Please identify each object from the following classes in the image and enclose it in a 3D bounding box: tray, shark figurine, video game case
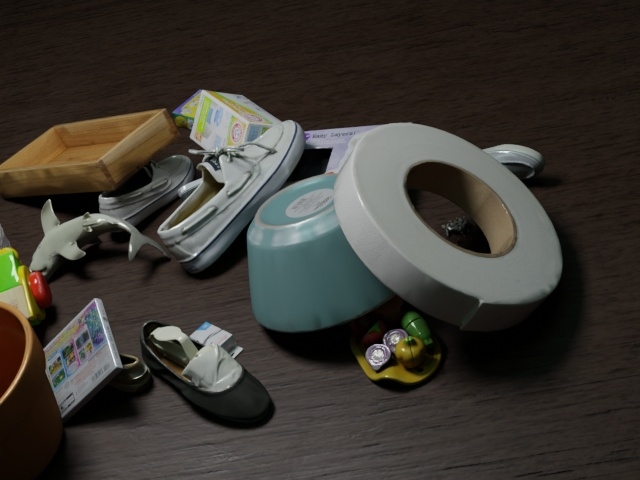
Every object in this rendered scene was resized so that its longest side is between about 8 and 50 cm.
[{"bbox_3d":[-0.500,-0.177,2.126,0.411,0.076,0.203,1,36,43],"label":"tray"},{"bbox_3d":[-0.433,-0.005,1.964,0.278,0.116,0.166,-13,71,16],"label":"shark figurine"},{"bbox_3d":[-0.394,0.196,1.662,0.157,0.019,0.143,-42,52,22],"label":"video game case"}]

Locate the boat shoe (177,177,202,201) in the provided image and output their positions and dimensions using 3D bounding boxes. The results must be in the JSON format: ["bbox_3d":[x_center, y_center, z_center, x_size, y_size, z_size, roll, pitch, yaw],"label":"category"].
[{"bbox_3d":[-0.222,-0.109,2.062,0.142,0.049,0.040,-26,74,-24],"label":"boat shoe"}]

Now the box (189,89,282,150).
[{"bbox_3d":[-0.168,-0.222,2.095,0.103,0.114,0.203,1,25,-38],"label":"box"}]

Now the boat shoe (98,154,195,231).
[{"bbox_3d":[-0.355,-0.119,2.063,0.096,0.088,0.267,17,40,32],"label":"boat shoe"}]

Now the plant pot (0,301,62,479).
[{"bbox_3d":[-0.530,0.265,1.558,0.291,0.203,0.291,-13,42,12],"label":"plant pot"}]

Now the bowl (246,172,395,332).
[{"bbox_3d":[0.000,0.000,1.694,0.311,0.163,0.311,-20,24,9],"label":"bowl"}]

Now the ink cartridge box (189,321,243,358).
[{"bbox_3d":[-0.177,0.174,1.705,0.083,0.028,0.048,20,51,36],"label":"ink cartridge box"}]

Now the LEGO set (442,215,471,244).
[{"bbox_3d":[0.240,-0.020,1.805,0.054,0.023,0.083,-3,40,15],"label":"LEGO set"}]

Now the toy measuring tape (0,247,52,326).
[{"bbox_3d":[-0.528,0.156,1.818,0.121,0.121,0.330,-20,61,-6],"label":"toy measuring tape"}]

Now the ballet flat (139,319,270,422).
[{"bbox_3d":[-0.199,0.202,1.623,0.280,0.096,0.095,20,49,36],"label":"ballet flat"}]

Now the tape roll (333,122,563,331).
[{"bbox_3d":[0.206,-0.030,1.615,0.392,0.072,0.392,19,40,-17],"label":"tape roll"}]

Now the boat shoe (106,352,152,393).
[{"bbox_3d":[-0.373,0.204,1.699,0.190,0.072,0.068,2,41,21],"label":"boat shoe"}]

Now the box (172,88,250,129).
[{"bbox_3d":[-0.234,-0.285,2.280,0.179,0.043,0.105,17,49,33],"label":"box"}]

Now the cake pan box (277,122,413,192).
[{"bbox_3d":[0.043,-0.128,1.973,0.266,0.070,0.246,-2,38,18],"label":"cake pan box"}]

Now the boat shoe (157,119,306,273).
[{"bbox_3d":[-0.180,-0.123,1.908,0.367,0.156,0.136,-51,28,-18],"label":"boat shoe"}]

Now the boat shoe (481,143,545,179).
[{"bbox_3d":[0.299,-0.122,1.879,0.227,0.079,0.081,0,50,26],"label":"boat shoe"}]

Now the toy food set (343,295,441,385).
[{"bbox_3d":[0.105,0.138,1.618,0.128,0.071,0.218,-23,38,-10],"label":"toy food set"}]

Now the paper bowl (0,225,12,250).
[{"bbox_3d":[-0.764,0.027,1.994,0.284,0.148,0.284,-8,39,7],"label":"paper bowl"}]
